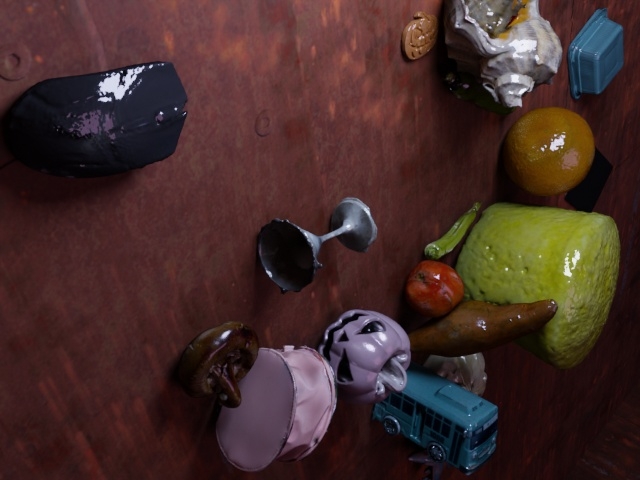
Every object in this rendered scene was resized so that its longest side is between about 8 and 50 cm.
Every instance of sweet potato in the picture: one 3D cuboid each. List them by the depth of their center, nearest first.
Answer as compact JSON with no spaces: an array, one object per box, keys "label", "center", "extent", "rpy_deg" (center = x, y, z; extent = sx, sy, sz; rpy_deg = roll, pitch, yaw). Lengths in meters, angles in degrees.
[{"label":"sweet potato","center":[0.311,0.178,1.605],"extent":[0.112,0.359,0.112],"rpy_deg":[49,32,-48]}]

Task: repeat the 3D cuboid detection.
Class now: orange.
[{"label":"orange","center":[0.484,-0.187,1.667],"extent":[0.206,0.206,0.206],"rpy_deg":[-30,134,-37]}]

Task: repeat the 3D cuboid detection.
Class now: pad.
[{"label":"pad","center":[0.743,-0.160,2.169],"extent":[0.245,0.006,0.170],"rpy_deg":[19,96,-55]}]

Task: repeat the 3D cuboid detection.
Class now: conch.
[{"label":"conch","center":[0.294,-0.348,1.336],"extent":[0.210,0.291,0.159],"rpy_deg":[8,148,-15]}]

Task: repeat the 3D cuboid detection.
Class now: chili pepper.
[{"label":"chili pepper","center":[0.278,-0.012,1.651],"extent":[0.208,0.043,0.049],"rpy_deg":[-41,115,-36]}]

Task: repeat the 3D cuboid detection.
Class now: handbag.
[{"label":"handbag","center":[-0.072,0.269,1.272],"extent":[0.116,0.179,0.205],"rpy_deg":[20,90,-47]}]

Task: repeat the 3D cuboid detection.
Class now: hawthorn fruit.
[{"label":"hawthorn fruit","center":[0.226,0.099,1.591],"extent":[0.128,0.128,0.128],"rpy_deg":[-30,134,-37]}]

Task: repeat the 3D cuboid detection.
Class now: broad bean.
[{"label":"broad bean","center":[0.313,-0.290,1.487],"extent":[0.339,0.061,0.077],"rpy_deg":[4,117,-52]}]

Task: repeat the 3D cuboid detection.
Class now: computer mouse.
[{"label":"computer mouse","center":[-0.237,-0.134,0.880],"extent":[0.217,0.073,0.122],"rpy_deg":[-23,129,-44]}]

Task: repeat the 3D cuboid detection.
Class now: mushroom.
[{"label":"mushroom","center":[-0.154,0.192,1.198],"extent":[0.135,0.080,0.170],"rpy_deg":[-22,131,-27]}]

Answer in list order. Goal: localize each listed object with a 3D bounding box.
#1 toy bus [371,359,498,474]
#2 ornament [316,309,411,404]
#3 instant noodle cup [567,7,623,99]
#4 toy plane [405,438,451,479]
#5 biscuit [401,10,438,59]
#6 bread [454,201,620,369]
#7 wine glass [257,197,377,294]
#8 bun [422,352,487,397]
[{"label":"toy bus","center":[0.247,0.369,1.672],"extent":[0.128,0.256,0.147],"rpy_deg":[-21,125,-44]},{"label":"ornament","center":[0.085,0.218,1.446],"extent":[0.177,0.177,0.177],"rpy_deg":[-30,134,-37]},{"label":"instant noodle cup","center":[0.642,-0.422,1.815],"extent":[0.157,0.070,0.179],"rpy_deg":[-50,144,-15]},{"label":"toy plane","center":[0.282,0.517,1.949],"extent":[0.326,0.104,0.222],"rpy_deg":[15,100,-50]},{"label":"biscuit","center":[0.167,-0.343,1.306],"extent":[0.091,0.015,0.078],"rpy_deg":[-38,139,-31]},{"label":"bread","center":[0.480,0.091,1.731],"extent":[0.348,0.308,0.348],"rpy_deg":[-22,118,-48]},{"label":"wine glass","center":[0.000,0.000,1.244],"extent":[0.183,0.122,0.122],"rpy_deg":[-23,130,-48]},{"label":"bun","center":[0.315,0.344,1.843],"extent":[0.229,0.145,0.229],"rpy_deg":[-26,128,-39]}]
